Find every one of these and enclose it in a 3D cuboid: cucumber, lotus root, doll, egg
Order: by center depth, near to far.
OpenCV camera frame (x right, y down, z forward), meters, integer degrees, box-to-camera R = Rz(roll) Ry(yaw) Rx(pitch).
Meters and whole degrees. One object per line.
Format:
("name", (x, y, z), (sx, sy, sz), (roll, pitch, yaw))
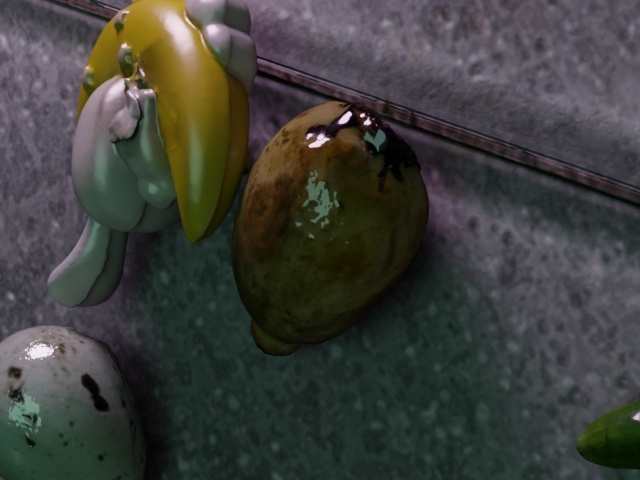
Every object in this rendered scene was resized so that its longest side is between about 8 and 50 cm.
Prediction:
("cucumber", (0.270, 0.109, 0.954), (0.250, 0.056, 0.056), (-19, 78, 30))
("lotus root", (0.000, 0.000, 1.091), (0.138, 0.138, 0.214), (37, 117, 28))
("doll", (-0.131, -0.080, 1.178), (0.237, 0.111, 0.252), (-11, 74, 49))
("egg", (-0.202, 0.144, 1.205), (0.164, 0.131, 0.131), (46, 112, 0))
